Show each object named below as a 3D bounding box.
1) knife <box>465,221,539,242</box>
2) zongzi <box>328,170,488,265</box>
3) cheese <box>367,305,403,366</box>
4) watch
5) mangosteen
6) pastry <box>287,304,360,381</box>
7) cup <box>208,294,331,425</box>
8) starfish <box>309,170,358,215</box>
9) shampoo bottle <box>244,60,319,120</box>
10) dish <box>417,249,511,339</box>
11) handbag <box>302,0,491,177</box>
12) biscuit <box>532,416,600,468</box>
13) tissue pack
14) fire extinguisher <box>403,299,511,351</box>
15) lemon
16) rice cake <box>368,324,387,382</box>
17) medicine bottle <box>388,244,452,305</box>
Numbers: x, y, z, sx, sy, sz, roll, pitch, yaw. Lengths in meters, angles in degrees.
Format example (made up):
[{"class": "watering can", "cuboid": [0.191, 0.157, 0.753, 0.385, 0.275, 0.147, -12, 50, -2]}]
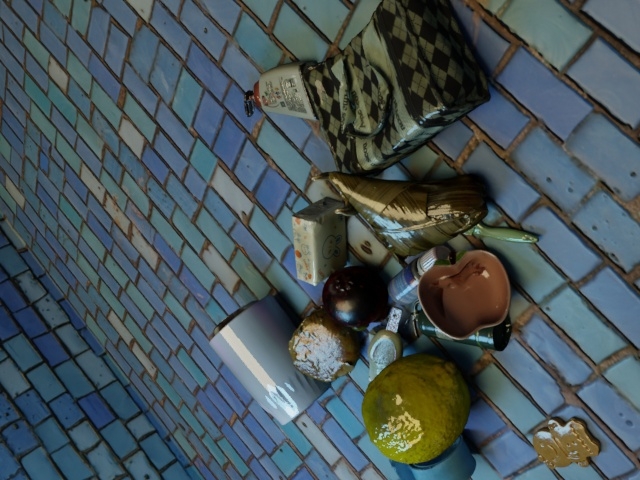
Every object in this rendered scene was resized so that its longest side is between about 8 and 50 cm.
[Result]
[{"class": "knife", "cuboid": [0.363, -0.027, 1.589, 0.293, 0.019, 0.043, 10, 119, 45]}, {"class": "zongzi", "cuboid": [0.196, -0.105, 1.562, 0.288, 0.134, 0.286, 43, 132, -20]}, {"class": "cheese", "cuboid": [0.184, 0.253, 1.855, 0.097, 0.037, 0.192, 18, 122, 12]}, {"class": "watch", "cuboid": [0.312, 0.604, 1.892, 0.211, 0.210, 0.193, 66, 158, -7]}, {"class": "mangosteen", "cuboid": [0.098, 0.163, 1.880, 0.199, 0.199, 0.200, 25, 129, 35]}, {"class": "pastry", "cuboid": [0.010, 0.300, 2.050, 0.218, 0.100, 0.229, 4, 109, 15]}, {"class": "cup", "cuboid": [-0.153, 0.371, 2.200, 0.372, 0.253, 0.253, 50, 140, 6]}, {"class": "starfish", "cuboid": [0.061, -0.124, 1.703, 0.138, 0.247, 0.050, 46, 109, 7]}, {"class": "shampoo bottle", "cuboid": [-0.108, -0.382, 1.833, 0.284, 0.071, 0.153, 5, 119, 47]}, {"class": "dish", "cuboid": [0.335, 0.127, 1.603, 0.213, 0.213, 0.090, 38, 177, 24]}, {"class": "handbag", "cuboid": [0.136, -0.341, 1.537, 0.416, 0.180, 0.317, -33, 79, 56]}, {"class": "biscuit", "cuboid": [0.578, 0.484, 1.667, 0.184, 0.027, 0.134, -27, 94, 50]}, {"class": "tissue pack", "cuboid": [0.000, 0.000, 1.887, 0.092, 0.148, 0.196, 17, 124, 37]}, {"class": "fire extinguisher", "cuboid": [0.320, 0.201, 1.720, 0.294, 0.093, 0.118, 6, 105, 45]}, {"class": "lemon", "cuboid": [0.247, 0.425, 1.786, 0.268, 0.268, 0.322, 48, 134, 14]}, {"class": "rice cake", "cuboid": [0.172, 0.329, 1.969, 0.069, 0.063, 0.207, 16, 123, 34]}, {"class": "medicine bottle", "cuboid": [0.250, 0.085, 1.727, 0.083, 0.083, 0.203, 53, 138, 9]}]
